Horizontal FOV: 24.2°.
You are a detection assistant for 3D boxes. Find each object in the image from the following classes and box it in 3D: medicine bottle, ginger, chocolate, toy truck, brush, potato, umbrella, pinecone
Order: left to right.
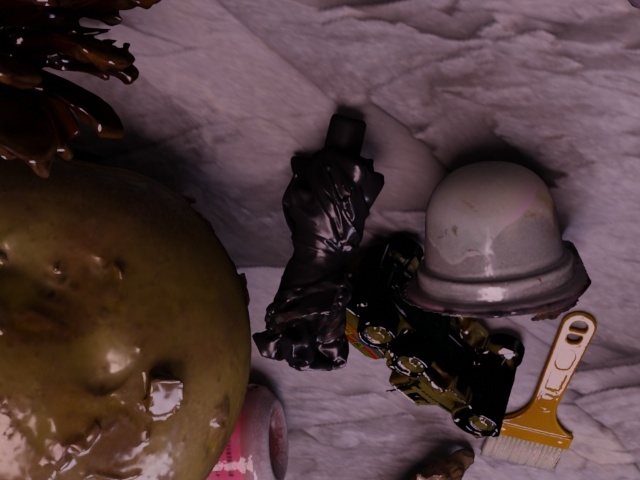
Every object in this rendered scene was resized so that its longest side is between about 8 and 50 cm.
[{"bbox_3d":[-0.276,-0.267,1.315,0.384,0.384,0.384,5,130,6],"label":"pinecone"},{"bbox_3d":[-0.279,0.074,1.576,0.442,0.385,0.319,16,117,-17],"label":"potato"},{"bbox_3d":[-0.171,0.255,1.858,0.247,0.147,0.147,-4,129,13],"label":"medicine bottle"},{"bbox_3d":[0.000,0.001,1.587,0.110,0.122,0.272,9,95,-8],"label":"umbrella"},{"bbox_3d":[0.120,0.374,1.941,0.084,0.122,0.290,40,135,17],"label":"ginger"},{"bbox_3d":[0.118,0.122,1.715,0.257,0.127,0.127,39,140,-23],"label":"toy truck"},{"bbox_3d":[0.188,-0.010,1.572,0.221,0.221,0.147,4,105,7],"label":"chocolate"},{"bbox_3d":[0.277,0.185,1.808,0.103,0.013,0.272,14,130,-2],"label":"brush"}]

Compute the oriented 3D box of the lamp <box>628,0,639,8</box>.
[{"bbox_3d":[0.395,-0.280,1.251,0.301,0.247,0.247,-6,126,24],"label":"lamp"}]
